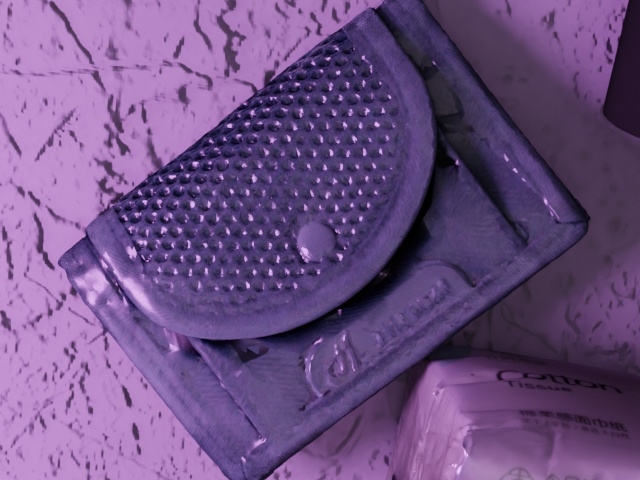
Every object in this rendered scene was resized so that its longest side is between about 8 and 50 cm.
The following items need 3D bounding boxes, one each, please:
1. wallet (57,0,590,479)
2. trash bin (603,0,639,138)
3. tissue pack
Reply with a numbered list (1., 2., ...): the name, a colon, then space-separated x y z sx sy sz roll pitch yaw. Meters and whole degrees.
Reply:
1. wallet: 0.000 0.000 1.444 0.342 0.075 0.237 -38 88 4
2. trash bin: 0.331 -0.224 1.371 0.214 0.214 0.333 10 106 -6
3. tissue pack: 0.238 0.210 1.417 0.357 0.266 0.193 11 100 -7
